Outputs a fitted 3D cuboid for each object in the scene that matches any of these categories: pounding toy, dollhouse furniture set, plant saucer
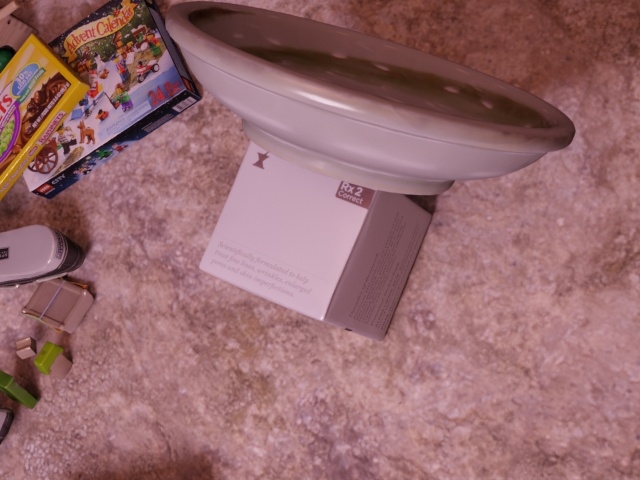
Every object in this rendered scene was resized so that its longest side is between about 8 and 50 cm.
[{"bbox_3d":[-0.424,-0.252,1.562,0.141,0.100,0.130,33,93,24],"label":"pounding toy"},{"bbox_3d":[-0.322,0.119,1.493,0.076,0.058,0.152,18,67,31],"label":"dollhouse furniture set"},{"bbox_3d":[0.038,-0.126,1.215,0.400,0.400,0.101,25,109,24],"label":"plant saucer"}]

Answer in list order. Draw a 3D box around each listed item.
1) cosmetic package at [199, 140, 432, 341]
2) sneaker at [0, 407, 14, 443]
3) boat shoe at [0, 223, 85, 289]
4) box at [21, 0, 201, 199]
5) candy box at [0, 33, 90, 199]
[{"bbox_3d":[0.000,0.000,1.300,0.151,0.183,0.151,21,88,24],"label":"cosmetic package"},{"bbox_3d":[-0.467,0.158,1.510,0.271,0.100,0.108,43,89,17],"label":"sneaker"},{"bbox_3d":[-0.382,0.026,1.507,0.219,0.070,0.078,-3,75,26],"label":"boat shoe"},{"bbox_3d":[-0.274,-0.177,1.519,0.233,0.044,0.159,-32,70,13],"label":"box"},{"bbox_3d":[-0.372,-0.136,1.510,0.105,0.027,0.206,44,99,27],"label":"candy box"}]
